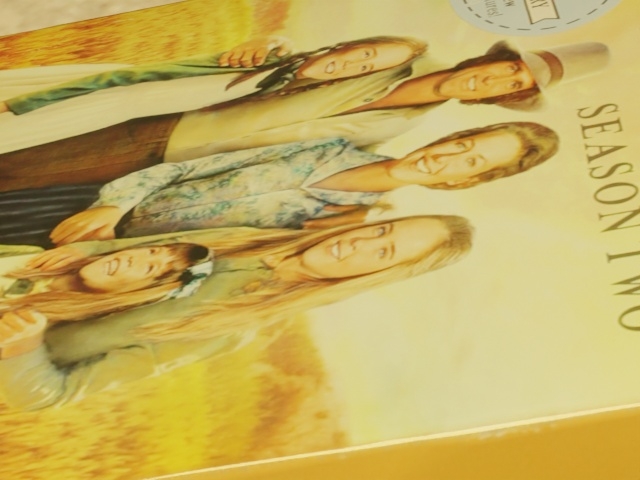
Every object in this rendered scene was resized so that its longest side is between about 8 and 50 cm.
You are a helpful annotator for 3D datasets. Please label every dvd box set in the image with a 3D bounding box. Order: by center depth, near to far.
[{"bbox_3d":[0.000,0.000,0.500,0.420,0.062,0.308,-10,26,9],"label":"dvd box set"}]
